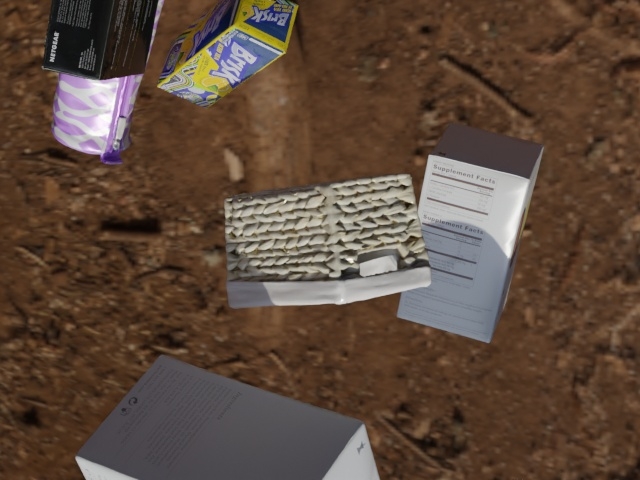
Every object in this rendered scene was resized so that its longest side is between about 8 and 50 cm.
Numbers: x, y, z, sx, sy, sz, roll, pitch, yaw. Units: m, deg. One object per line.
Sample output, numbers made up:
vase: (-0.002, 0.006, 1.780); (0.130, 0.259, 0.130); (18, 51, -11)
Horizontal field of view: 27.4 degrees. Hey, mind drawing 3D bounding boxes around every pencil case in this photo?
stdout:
pencil case: (-0.205, -0.177, 1.273); (0.086, 0.088, 0.206); (-8, 128, -35)

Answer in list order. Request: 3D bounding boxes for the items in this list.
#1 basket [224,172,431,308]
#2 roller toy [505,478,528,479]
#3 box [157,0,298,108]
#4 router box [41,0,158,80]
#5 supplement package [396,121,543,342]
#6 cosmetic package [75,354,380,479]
basket: (0.000, 0.000, 1.156); (0.113, 0.167, 0.103); (-10, 92, -40)
roller toy: (0.212, 0.381, 1.529); (0.146, 0.209, 0.191); (51, 56, -13)
box: (-0.089, -0.181, 1.227); (0.059, 0.169, 0.054); (23, 66, -24)
router box: (-0.142, -0.205, 0.923); (0.046, 0.133, 0.178); (13, 100, 4)
supplement package: (0.199, -0.012, 1.749); (0.139, 0.134, 0.244); (-55, 157, -60)
cosmetic package: (-0.065, 0.249, 1.171); (0.138, 0.225, 0.224); (-52, 141, -36)
